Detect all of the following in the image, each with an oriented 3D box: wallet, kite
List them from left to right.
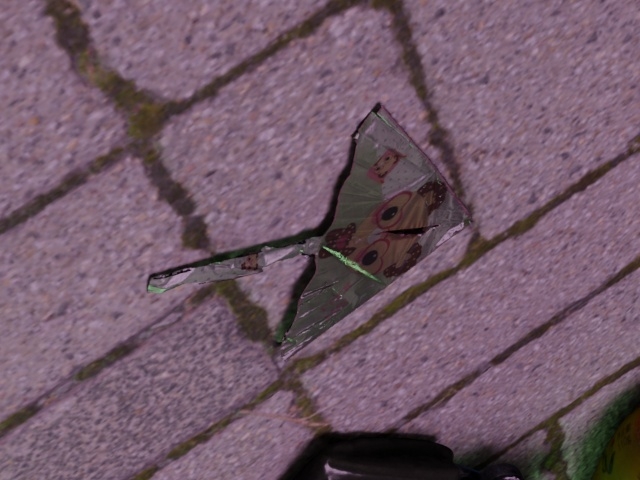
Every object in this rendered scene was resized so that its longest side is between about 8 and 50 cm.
[{"bbox_3d":[-0.002,0.258,1.349,0.169,0.052,0.245,8,130,-43],"label":"wallet"},{"bbox_3d":[0.001,0.001,1.052,0.250,0.012,0.229,-12,138,-31],"label":"kite"}]

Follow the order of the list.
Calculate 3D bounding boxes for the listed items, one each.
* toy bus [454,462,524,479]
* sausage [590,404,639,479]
[{"bbox_3d":[0.184,0.290,1.421,0.234,0.116,0.133,20,114,-26],"label":"toy bus"},{"bbox_3d":[0.321,0.265,1.580,0.123,0.123,0.347,-18,143,-26],"label":"sausage"}]
